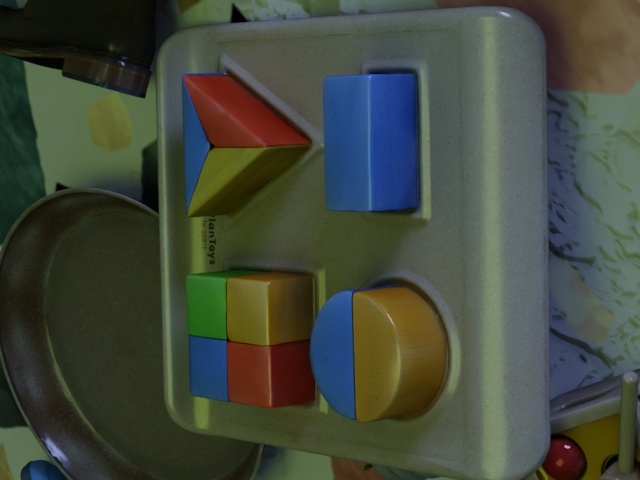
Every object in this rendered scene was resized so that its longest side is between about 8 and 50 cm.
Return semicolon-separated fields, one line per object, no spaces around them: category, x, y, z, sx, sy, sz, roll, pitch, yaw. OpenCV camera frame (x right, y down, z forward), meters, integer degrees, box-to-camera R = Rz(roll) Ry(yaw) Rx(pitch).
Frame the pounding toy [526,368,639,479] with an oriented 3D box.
pounding toy;0.208;0.148;1.249;0.141;0.100;0.130;-25;92;42

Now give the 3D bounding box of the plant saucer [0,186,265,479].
plant saucer;-0.156;0.097;1.557;0.310;0.050;0.311;16;118;33

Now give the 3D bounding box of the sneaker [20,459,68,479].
sneaker;-0.190;0.267;1.656;0.082;0.069;0.209;-45;66;8

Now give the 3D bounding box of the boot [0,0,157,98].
boot;-0.202;-0.188;1.476;0.219;0.082;0.106;22;97;40

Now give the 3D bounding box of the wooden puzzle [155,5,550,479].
wooden puzzle;0.000;0.000;1.309;0.347;0.080;0.322;3;95;42

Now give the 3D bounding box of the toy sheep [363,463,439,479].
toy sheep;0.076;0.135;1.363;0.132;0.091;0.091;-27;90;36
